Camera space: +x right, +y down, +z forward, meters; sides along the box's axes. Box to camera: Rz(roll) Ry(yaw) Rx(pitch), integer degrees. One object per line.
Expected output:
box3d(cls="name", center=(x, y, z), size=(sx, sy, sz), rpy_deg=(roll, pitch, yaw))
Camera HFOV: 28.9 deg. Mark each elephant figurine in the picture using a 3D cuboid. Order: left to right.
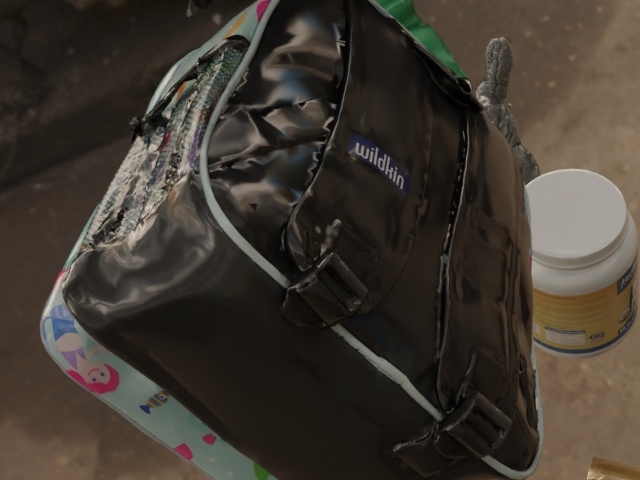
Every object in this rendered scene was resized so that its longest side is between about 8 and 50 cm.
box3d(cls="elephant figurine", center=(0.206, -0.104, 1.612), size=(0.169, 0.239, 0.186), rpy_deg=(-30, 66, -30))

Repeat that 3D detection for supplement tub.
box3d(cls="supplement tub", center=(0.286, 0.028, 1.405), size=(0.144, 0.199, 0.144), rpy_deg=(-7, 53, 9))

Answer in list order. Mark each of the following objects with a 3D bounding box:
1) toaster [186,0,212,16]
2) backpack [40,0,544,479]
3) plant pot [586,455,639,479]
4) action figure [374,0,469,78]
box3d(cls="toaster", center=(-0.039, -0.228, 0.642), size=(0.186, 0.168, 0.110), rpy_deg=(-33, 80, 5))
box3d(cls="backpack", center=(0.000, 0.000, 0.614), size=(0.191, 0.225, 0.253), rpy_deg=(-30, 30, 37))
box3d(cls="plant pot", center=(0.507, 0.436, 1.763), size=(0.254, 0.237, 0.237), rpy_deg=(2, 57, 19))
box3d(cls="action figure", center=(-0.002, -0.131, 1.104), size=(0.232, 0.063, 0.137), rpy_deg=(-26, 56, -12))
